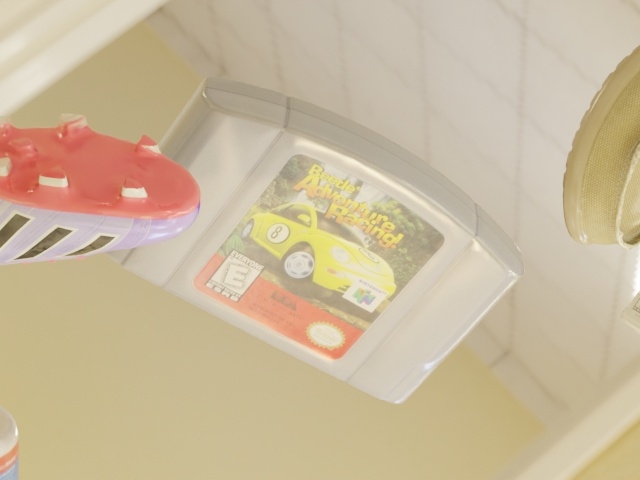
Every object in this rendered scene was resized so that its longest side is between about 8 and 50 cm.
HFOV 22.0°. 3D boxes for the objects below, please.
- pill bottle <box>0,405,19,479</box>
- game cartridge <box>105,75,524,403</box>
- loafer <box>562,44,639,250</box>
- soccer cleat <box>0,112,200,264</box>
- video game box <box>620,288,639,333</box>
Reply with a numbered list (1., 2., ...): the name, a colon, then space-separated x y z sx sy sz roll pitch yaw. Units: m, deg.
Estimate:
1. pill bottle: -0.258 0.220 1.069 0.124 0.124 0.221 29 120 57
2. game cartridge: 0.000 0.000 1.277 0.294 0.196 0.060 28 -151 -17
3. loafer: 0.251 -0.089 0.963 0.092 0.268 0.102 39 167 36
4. soccer cleat: -0.187 -0.014 0.889 0.083 0.248 0.095 -85 -2 -57
5. video game box: 0.430 0.053 1.617 0.205 0.187 0.048 34 180 36
